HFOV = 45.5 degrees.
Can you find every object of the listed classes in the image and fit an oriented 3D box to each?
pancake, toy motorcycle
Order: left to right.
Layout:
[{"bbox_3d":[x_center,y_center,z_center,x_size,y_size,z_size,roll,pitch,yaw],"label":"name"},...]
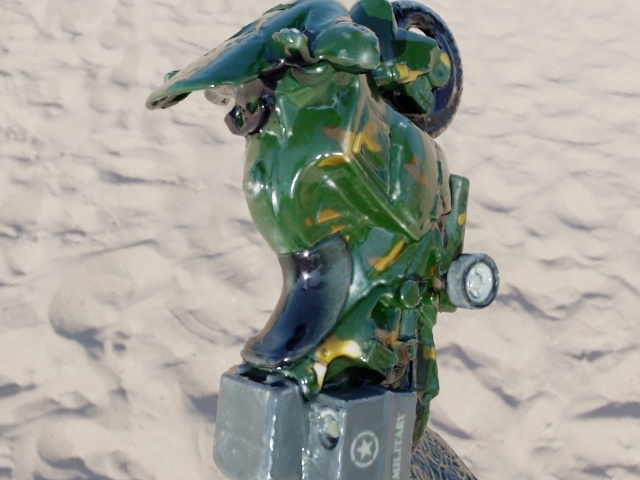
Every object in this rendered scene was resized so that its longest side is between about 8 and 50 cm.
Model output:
[{"bbox_3d":[0.000,0.000,0.379,0.187,0.274,0.125,7,-4,-37],"label":"toy motorcycle"},{"bbox_3d":[0.093,0.234,0.708,0.199,0.021,0.199,30,26,-17],"label":"pancake"}]
